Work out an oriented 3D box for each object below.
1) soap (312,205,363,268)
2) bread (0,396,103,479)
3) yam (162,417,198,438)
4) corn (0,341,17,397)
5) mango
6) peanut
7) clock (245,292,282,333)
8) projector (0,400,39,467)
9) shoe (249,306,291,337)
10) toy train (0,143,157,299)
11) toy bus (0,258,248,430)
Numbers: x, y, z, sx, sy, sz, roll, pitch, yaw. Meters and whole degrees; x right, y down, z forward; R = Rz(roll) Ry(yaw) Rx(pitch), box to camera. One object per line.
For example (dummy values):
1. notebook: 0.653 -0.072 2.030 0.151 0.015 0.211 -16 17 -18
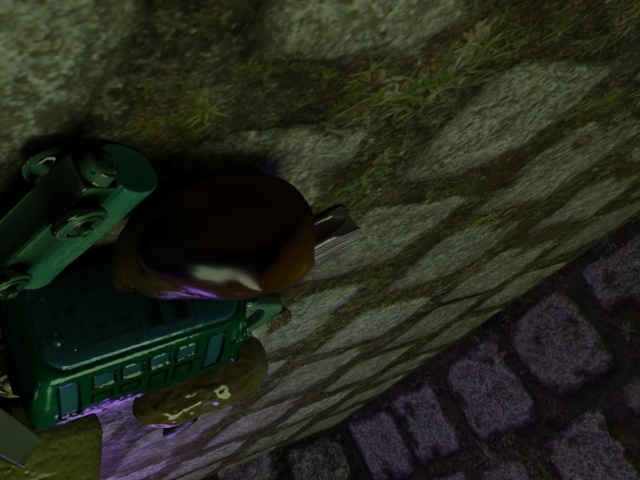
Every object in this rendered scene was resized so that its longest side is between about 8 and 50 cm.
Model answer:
1. soap: 0.000 0.000 1.229 0.149 0.056 0.100 -28 162 4
2. bread: -0.536 0.377 1.195 0.321 0.237 0.320 8 180 0
3. yam: -0.397 0.499 1.936 0.146 0.069 0.070 -37 158 27
4. corn: -0.467 0.220 1.140 0.087 0.087 0.211 -28 159 1
5. mango: -0.121 -0.001 0.896 0.287 0.201 0.152 -20 142 -50
6. peanut: -0.261 0.309 1.522 0.313 0.152 0.152 -19 158 -17
7. clock: -0.175 0.134 1.322 0.159 0.066 0.211 -32 159 12
8. projector: -0.502 0.194 0.866 0.257 0.079 0.259 19 154 2
9. shoe: -0.118 0.169 1.475 0.109 0.069 0.072 -36 124 -9
10. toy train: -0.290 -0.020 0.776 0.248 0.101 0.159 -35 172 25
11. toy bus: -0.271 0.118 1.000 0.344 0.183 0.199 -17 156 -30
